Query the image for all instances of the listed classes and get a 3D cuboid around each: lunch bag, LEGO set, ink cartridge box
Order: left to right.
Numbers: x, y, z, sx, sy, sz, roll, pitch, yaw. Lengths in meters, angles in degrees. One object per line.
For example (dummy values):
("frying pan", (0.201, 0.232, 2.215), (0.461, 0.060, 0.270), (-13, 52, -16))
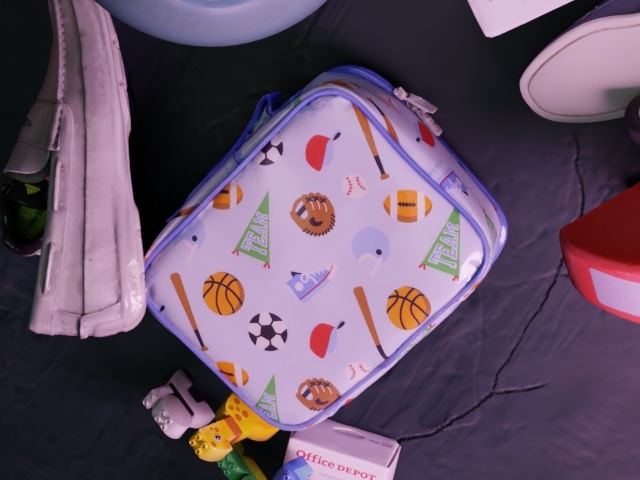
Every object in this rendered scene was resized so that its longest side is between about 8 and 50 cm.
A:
("LEGO set", (-0.078, 0.201, 1.706), (0.227, 0.093, 0.087), (52, 125, 16))
("lunch bag", (0.000, 0.000, 1.657), (0.243, 0.115, 0.303), (46, 113, -1))
("ink cartridge box", (0.009, 0.242, 1.764), (0.099, 0.056, 0.135), (16, 112, 9))

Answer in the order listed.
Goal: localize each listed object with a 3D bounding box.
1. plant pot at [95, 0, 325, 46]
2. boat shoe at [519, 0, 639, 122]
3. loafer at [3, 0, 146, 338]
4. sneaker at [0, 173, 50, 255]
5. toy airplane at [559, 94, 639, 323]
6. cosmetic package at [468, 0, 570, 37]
("plant pot", (-0.085, -0.273, 1.496), (0.290, 0.195, 0.290), (-2, 114, -4))
("boat shoe", (0.275, -0.180, 1.541), (0.254, 0.079, 0.095), (-32, 116, 29))
("loafer", (-0.216, -0.076, 1.633), (0.111, 0.112, 0.319), (-5, 80, -6))
("sneaker", (-0.248, -0.058, 1.716), (0.063, 0.075, 0.170), (20, 109, 7))
("toy airplane", (0.429, -0.006, 1.452), (0.386, 0.272, 0.384), (24, 132, -20))
("cosmetic package", (0.227, -0.252, 1.513), (0.231, 0.117, 0.085), (-22, 102, 21))
